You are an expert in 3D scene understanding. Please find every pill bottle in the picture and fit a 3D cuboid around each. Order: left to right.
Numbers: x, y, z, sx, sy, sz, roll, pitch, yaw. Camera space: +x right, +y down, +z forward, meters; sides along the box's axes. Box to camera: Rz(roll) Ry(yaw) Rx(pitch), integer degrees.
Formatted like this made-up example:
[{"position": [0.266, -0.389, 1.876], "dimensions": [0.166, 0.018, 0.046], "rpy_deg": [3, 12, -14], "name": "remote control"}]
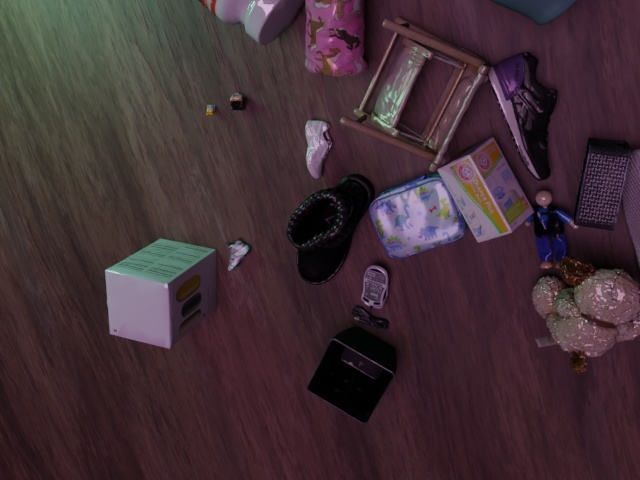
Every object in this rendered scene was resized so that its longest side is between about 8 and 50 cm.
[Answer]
[{"position": [-0.220, -0.639, 1.528], "dimensions": [0.363, 0.210, 0.210], "rpy_deg": [42, 118, 3], "name": "pill bottle"}]

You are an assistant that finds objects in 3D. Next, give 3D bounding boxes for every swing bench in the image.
[{"position": [0.220, -0.334, 1.496], "dimensions": [0.254, 0.165, 0.253], "rpy_deg": [28, 115, 6], "name": "swing bench"}]

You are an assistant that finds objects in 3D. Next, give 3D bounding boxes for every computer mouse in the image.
[{"position": [0.147, 0.146, 1.762], "dimensions": [0.106, 0.042, 0.193], "rpy_deg": [20, 120, 19], "name": "computer mouse"}]

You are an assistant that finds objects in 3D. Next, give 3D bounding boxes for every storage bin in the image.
[{"position": [0.611, -0.124, 1.438], "dimensions": [0.084, 0.122, 0.180], "rpy_deg": [9, 111, 18], "name": "storage bin"}]

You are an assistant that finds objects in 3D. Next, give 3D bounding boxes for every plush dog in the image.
[{"position": [0.611, 0.152, 1.462], "dimensions": [0.262, 0.210, 0.225], "rpy_deg": [21, 133, 12], "name": "plush dog"}]

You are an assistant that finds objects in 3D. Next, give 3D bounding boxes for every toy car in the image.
[{"position": [-0.254, -0.362, 1.729], "dimensions": [0.122, 0.060, 0.041], "rpy_deg": [-4, 75, 16], "name": "toy car"}]

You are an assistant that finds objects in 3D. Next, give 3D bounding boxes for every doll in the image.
[{"position": [0.536, -0.029, 1.534], "dimensions": [0.129, 0.046, 0.189], "rpy_deg": [-1, 112, 43], "name": "doll"}]

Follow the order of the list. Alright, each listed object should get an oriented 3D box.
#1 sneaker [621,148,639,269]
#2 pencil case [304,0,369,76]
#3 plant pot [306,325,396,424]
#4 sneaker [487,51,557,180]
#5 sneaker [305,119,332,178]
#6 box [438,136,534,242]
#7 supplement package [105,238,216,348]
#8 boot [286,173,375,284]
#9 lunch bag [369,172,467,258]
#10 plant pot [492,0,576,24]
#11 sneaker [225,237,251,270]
[{"position": [0.762, -0.034, 1.427], "dimensions": [0.150, 0.135, 0.366], "rpy_deg": [-17, 103, 3], "name": "sneaker"}, {"position": [0.034, -0.554, 1.452], "dimensions": [0.160, 0.167, 0.386], "rpy_deg": [30, 133, 42], "name": "pencil case"}, {"position": [0.103, 0.341, 1.776], "dimensions": [0.188, 0.167, 0.187], "rpy_deg": [29, 117, 10], "name": "plant pot"}, {"position": [0.473, -0.273, 1.453], "dimensions": [0.124, 0.107, 0.283], "rpy_deg": [-22, 99, 20], "name": "sneaker"}, {"position": [-0.003, -0.231, 1.678], "dimensions": [0.061, 0.054, 0.152], "rpy_deg": [3, 109, 17], "name": "sneaker"}, {"position": [0.380, -0.116, 1.519], "dimensions": [0.103, 0.114, 0.203], "rpy_deg": [-23, 99, 53], "name": "box"}, {"position": [-0.440, 0.142, 1.861], "dimensions": [0.198, 0.262, 0.199], "rpy_deg": [10, 112, 18], "name": "supplement package"}, {"position": [-0.003, -0.003, 1.641], "dimensions": [0.131, 0.260, 0.348], "rpy_deg": [29, 116, 10], "name": "boot"}, {"position": [0.242, -0.065, 1.621], "dimensions": [0.219, 0.090, 0.176], "rpy_deg": [-20, 101, 26], "name": "lunch bag"}, {"position": [0.408, -0.574, 1.294], "dimensions": [0.255, 0.272, 0.271], "rpy_deg": [39, 118, -12], "name": "plant pot"}, {"position": [-0.249, 0.034, 1.879], "dimensions": [0.069, 0.038, 0.098], "rpy_deg": [42, 108, 4], "name": "sneaker"}]
